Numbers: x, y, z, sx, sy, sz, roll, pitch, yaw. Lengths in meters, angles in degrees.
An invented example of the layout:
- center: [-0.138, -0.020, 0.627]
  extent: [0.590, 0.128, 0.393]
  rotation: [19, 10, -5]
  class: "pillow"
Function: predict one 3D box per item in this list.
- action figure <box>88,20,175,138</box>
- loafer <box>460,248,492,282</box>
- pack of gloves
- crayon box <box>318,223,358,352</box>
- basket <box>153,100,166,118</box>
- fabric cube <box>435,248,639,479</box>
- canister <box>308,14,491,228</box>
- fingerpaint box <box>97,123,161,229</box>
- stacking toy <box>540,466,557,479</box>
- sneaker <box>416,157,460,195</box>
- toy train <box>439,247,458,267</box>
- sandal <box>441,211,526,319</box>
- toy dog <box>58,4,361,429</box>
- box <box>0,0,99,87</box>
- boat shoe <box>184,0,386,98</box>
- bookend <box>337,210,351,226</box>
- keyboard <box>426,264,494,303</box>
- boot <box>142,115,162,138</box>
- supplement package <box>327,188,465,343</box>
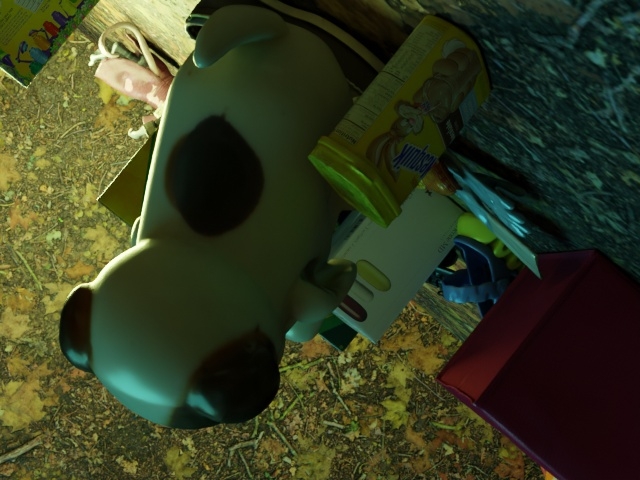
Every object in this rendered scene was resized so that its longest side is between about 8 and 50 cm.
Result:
- center: [-0.410, -0.407, 2.247]
  extent: [0.370, 0.248, 0.276]
  rotation: [40, 150, -3]
  class: "action figure"
- center: [0.313, 0.060, 1.474]
  extent: [0.170, 0.062, 0.061]
  rotation: [40, -179, 3]
  class: "loafer"
- center: [0.212, -0.071, 1.102]
  extent: [0.232, 0.046, 0.195]
  rotation: [49, -179, 31]
  class: "pack of gloves"
- center: [0.000, 0.000, 1.791]
  extent: [0.363, 0.313, 0.106]
  rotation: [38, 180, -3]
  class: "crayon box"
- center: [-0.321, -0.328, 2.128]
  extent: [0.113, 0.167, 0.103]
  rotation: [34, 168, 49]
  class: "basket"
- center: [0.353, 0.189, 1.151]
  extent: [0.258, 0.254, 0.259]
  rotation: [40, 177, -1]
  class: "fabric cube"
- center: [0.079, -0.109, 0.786]
  extent: [0.073, 0.170, 0.126]
  rotation: [37, 176, 27]
  class: "canister"
- center: [-0.249, -0.171, 1.695]
  extent: [0.163, 0.371, 0.445]
  rotation: [39, 177, -7]
  class: "fingerpaint box"
- center: [0.590, 0.414, 1.871]
  extent: [0.351, 0.350, 0.480]
  rotation: [40, -166, -25]
  class: "stacking toy"
- center: [0.123, -0.086, 1.086]
  extent: [0.064, 0.067, 0.175]
  rotation: [50, 178, -26]
  class: "sneaker"
- center: [0.198, -0.004, 1.679]
  extent: [0.184, 0.080, 0.105]
  rotation: [40, 170, -23]
  class: "toy train"
- center: [0.308, 0.094, 1.350]
  extent: [0.317, 0.138, 0.126]
  rotation: [38, 175, -15]
  class: "sandal"
- center: [-0.084, 0.001, 0.890]
  extent: [0.285, 0.407, 0.395]
  rotation: [21, 163, 6]
  class: "toy dog"
- center: [-0.562, -0.484, 1.528]
  extent: [0.279, 0.290, 0.177]
  rotation: [41, 176, -28]
  class: "box"
- center: [-0.040, -0.230, 1.034]
  extent: [0.324, 0.096, 0.116]
  rotation: [37, 175, 29]
  class: "boat shoe"
- center: [0.020, -0.063, 1.639]
  extent: [0.072, 0.157, 0.156]
  rotation: [56, -168, -79]
  class: "bookend"
- center: [0.317, 0.112, 1.664]
  extent: [0.317, 0.033, 0.201]
  rotation: [21, 170, 22]
  class: "keyboard"
- center: [-0.278, -0.257, 2.027]
  extent: [0.091, 0.229, 0.263]
  rotation: [59, 180, 33]
  class: "boot"
- center: [0.102, 0.021, 1.442]
  extent: [0.145, 0.262, 0.204]
  rotation: [39, 176, -7]
  class: "supplement package"
